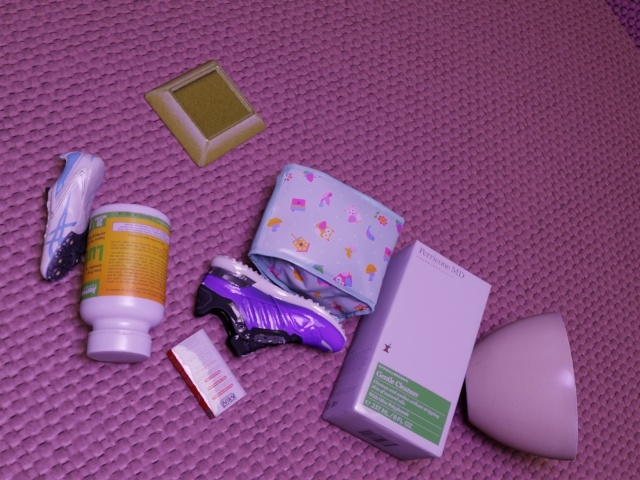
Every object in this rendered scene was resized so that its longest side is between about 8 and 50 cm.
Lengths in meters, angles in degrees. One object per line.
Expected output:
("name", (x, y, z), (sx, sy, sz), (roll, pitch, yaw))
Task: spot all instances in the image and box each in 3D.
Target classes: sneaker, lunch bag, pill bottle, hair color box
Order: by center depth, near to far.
("pill bottle", (-0.328, 0.074, 1.155), (0.136, 0.136, 0.246), (8, 67, -22))
("sneaker", (-0.441, -0.043, 1.189), (0.086, 0.085, 0.237), (8, 69, 6))
("hair color box", (-0.201, 0.234, 1.209), (0.072, 0.043, 0.141), (-32, 85, -31))
("sneaker", (-0.100, 0.158, 1.261), (0.293, 0.102, 0.146), (29, 65, -7))
("lunch bag", (0.000, 0.000, 1.329), (0.262, 0.160, 0.223), (31, 62, -18))

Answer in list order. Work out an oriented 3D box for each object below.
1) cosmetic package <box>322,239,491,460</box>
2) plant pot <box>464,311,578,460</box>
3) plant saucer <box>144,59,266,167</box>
("cosmetic package", (0.171, 0.211, 1.330), (0.197, 0.155, 0.366), (29, 63, -11))
("plant pot", (0.383, 0.287, 1.361), (0.190, 0.284, 0.284), (-4, 68, 10))
("plant saucer", (-0.224, -0.270, 1.389), (0.188, 0.045, 0.188), (-38, 89, -31))
